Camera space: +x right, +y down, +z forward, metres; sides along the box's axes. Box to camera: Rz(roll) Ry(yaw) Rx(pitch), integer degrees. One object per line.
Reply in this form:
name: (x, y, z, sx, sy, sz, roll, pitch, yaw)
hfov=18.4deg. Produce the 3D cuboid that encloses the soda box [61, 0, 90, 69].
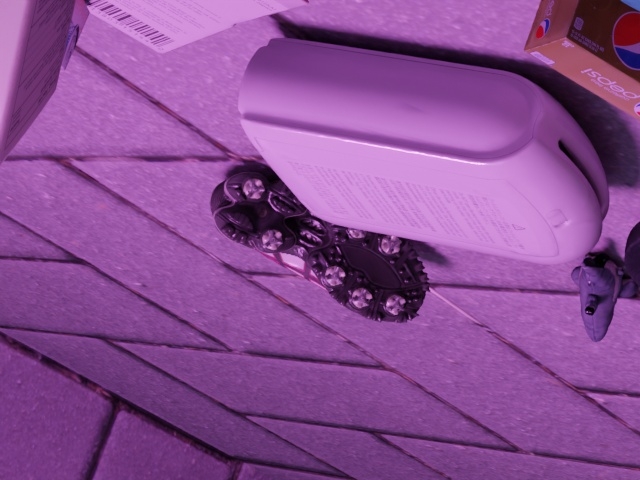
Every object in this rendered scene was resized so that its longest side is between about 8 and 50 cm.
soda box: (-0.247, -0.210, 1.633, 0.058, 0.063, 0.183, 17, 164, 14)

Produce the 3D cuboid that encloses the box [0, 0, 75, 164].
box: (-0.234, -0.220, 1.393, 0.121, 0.148, 0.311, 20, 123, 2)

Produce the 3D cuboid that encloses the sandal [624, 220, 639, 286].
sandal: (0.416, 0.032, 1.785, 0.167, 0.107, 0.446, 26, 162, -22)

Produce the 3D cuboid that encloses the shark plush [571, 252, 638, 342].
shark plush: (0.296, 0.054, 2.069, 0.073, 0.067, 0.161, 18, 164, 6)

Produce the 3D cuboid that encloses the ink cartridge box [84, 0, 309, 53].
ink cartridge box: (-0.180, -0.264, 1.609, 0.296, 0.066, 0.261, 28, 161, -28)

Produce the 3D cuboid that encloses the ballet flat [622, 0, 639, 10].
ballet flat: (0.304, -0.165, 1.361, 0.213, 0.068, 0.072, 23, 166, 10)

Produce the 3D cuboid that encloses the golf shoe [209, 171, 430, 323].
golf shoe: (0.000, 0.000, 2.232, 0.273, 0.105, 0.120, 30, 177, -14)

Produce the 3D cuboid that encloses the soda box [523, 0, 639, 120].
soda box: (0.250, -0.135, 1.525, 0.181, 0.061, 0.058, 28, 162, -24)

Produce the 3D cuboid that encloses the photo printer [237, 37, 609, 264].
photo printer: (0.107, -0.076, 1.801, 0.307, 0.107, 0.256, 11, 162, 26)
